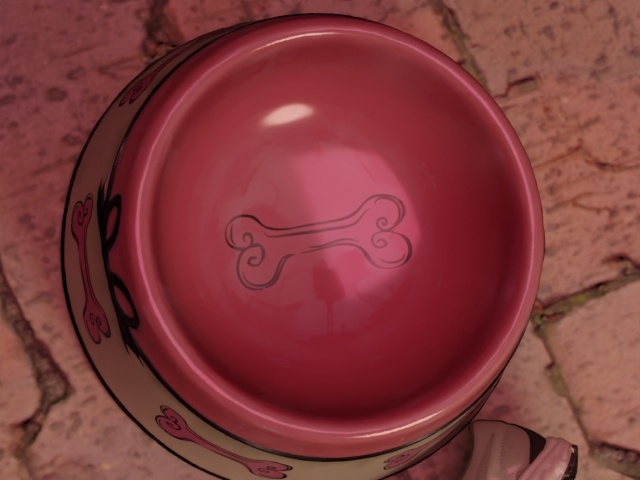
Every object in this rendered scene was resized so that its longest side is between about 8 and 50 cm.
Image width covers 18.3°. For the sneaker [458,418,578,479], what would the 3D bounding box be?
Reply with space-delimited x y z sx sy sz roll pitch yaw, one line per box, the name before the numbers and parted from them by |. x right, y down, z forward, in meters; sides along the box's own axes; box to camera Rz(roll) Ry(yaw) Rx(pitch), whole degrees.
sneaker | 0.116 0.274 1.642 0.108 0.100 0.271 24 79 16

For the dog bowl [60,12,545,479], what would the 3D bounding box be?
dog bowl | 0.000 0.000 1.615 0.408 0.150 0.408 2 81 -13
